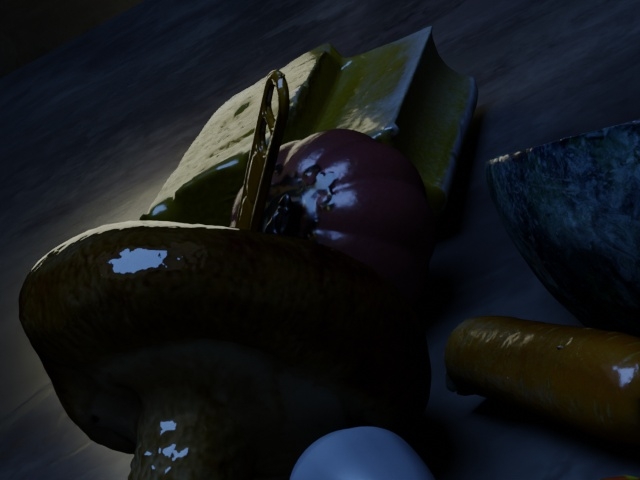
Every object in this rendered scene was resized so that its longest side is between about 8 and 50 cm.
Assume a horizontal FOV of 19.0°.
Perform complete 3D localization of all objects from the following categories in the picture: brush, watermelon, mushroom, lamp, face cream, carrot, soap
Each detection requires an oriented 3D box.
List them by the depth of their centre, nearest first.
[{"bbox_3d":[0.030,0.163,1.149,0.091,0.091,0.095,-35,28,-9],"label":"face cream"},{"bbox_3d":[0.152,0.084,1.189,0.067,0.067,0.225,-39,19,-19],"label":"carrot"},{"bbox_3d":[-0.049,0.098,1.245,0.267,0.254,0.267,-22,-15,-6],"label":"mushroom"},{"bbox_3d":[0.239,-0.018,1.270,0.226,0.148,0.318,-17,3,-11],"label":"watermelon"},{"bbox_3d":[-0.057,0.003,1.405,0.017,0.314,0.090,-3,43,-20],"label":"brush"},{"bbox_3d":[0.000,0.000,1.466,0.182,0.140,0.182,-20,61,40],"label":"lamp"},{"bbox_3d":[0.000,-0.069,1.691,0.259,0.143,0.281,-22,16,18],"label":"soap"}]

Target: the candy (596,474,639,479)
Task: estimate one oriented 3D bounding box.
[{"bbox_3d":[0.239,0.127,0.980,0.288,0.078,0.084,-22,17,5],"label":"candy"}]
